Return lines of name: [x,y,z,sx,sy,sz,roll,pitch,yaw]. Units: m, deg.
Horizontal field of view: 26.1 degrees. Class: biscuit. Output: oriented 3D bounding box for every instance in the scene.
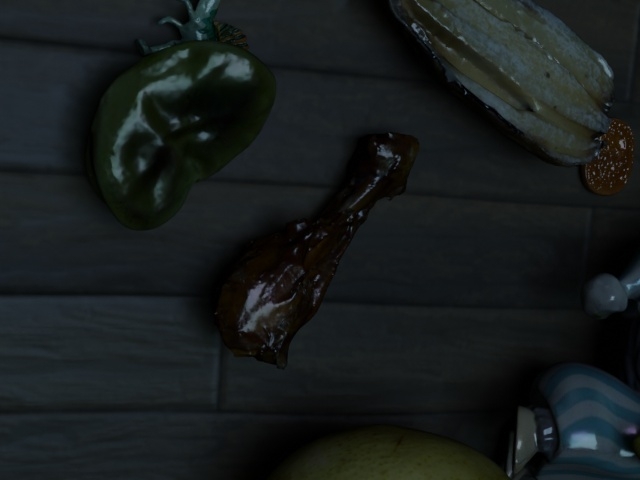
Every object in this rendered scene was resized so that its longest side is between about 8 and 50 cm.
biscuit: [0.327,-0.097,1.592,0.078,0.015,0.091,7,95,-23]

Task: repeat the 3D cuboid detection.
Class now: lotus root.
lotus root: [0.176,-0.197,1.483,0.329,0.078,0.167,36,60,-22]

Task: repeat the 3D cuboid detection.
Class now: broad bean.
broad bean: [-0.141,-0.109,1.331,0.207,0.072,0.153,-49,131,0]

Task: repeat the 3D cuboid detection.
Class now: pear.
pear: [0.073,0.332,1.400,0.309,0.309,0.309,-4,99,-23]

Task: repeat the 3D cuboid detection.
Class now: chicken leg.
chicken leg: [0.000,0.000,1.432,0.304,0.093,0.113,-48,131,-19]

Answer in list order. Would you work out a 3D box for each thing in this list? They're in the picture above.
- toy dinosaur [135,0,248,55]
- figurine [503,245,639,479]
toy dinosaur: [-0.116,-0.177,1.373,0.106,0.044,0.187,-29,113,-20]
figurine: [0.390,0.101,1.587,0.361,0.266,0.378,1,64,1]
